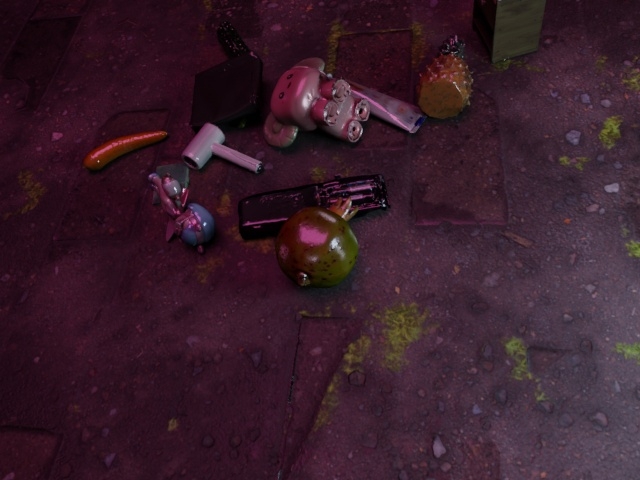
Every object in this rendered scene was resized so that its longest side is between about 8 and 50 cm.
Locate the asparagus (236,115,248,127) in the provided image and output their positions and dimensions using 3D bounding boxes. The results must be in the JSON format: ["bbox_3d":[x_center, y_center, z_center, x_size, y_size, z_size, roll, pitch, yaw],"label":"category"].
[{"bbox_3d":[-0.229,-0.378,1.688,0.025,0.021,0.108,8,60,11],"label":"asparagus"}]

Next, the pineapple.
[{"bbox_3d":[0.356,-0.473,1.570,0.158,0.157,0.278,6,50,15],"label":"pineapple"}]

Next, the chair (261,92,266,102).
[{"bbox_3d":[-0.204,-0.451,1.719,0.042,0.037,0.086,-26,61,-18],"label":"chair"}]

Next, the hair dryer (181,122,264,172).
[{"bbox_3d":[-0.268,-0.236,1.592,0.237,0.073,0.131,25,66,13],"label":"hair dryer"}]

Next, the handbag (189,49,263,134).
[{"bbox_3d":[-0.278,-0.441,1.687,0.247,0.080,0.222,-15,60,23],"label":"handbag"}]

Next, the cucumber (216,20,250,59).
[{"bbox_3d":[-0.264,-0.613,1.807,0.077,0.077,0.265,-29,57,-7],"label":"cucumber"}]

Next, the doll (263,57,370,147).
[{"bbox_3d":[-0.032,-0.380,1.574,0.268,0.216,0.284,18,82,45],"label":"doll"}]

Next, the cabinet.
[{"bbox_3d":[0.530,-0.662,1.595,0.148,0.215,0.174,-14,57,2],"label":"cabinet"}]

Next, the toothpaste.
[{"bbox_3d":[0.151,-0.399,1.603,0.323,0.066,0.100,28,61,21],"label":"toothpaste"}]

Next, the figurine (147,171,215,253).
[{"bbox_3d":[-0.367,-0.100,1.461,0.103,0.205,0.260,-24,57,-34],"label":"figurine"}]

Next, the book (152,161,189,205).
[{"bbox_3d":[-0.427,-0.165,1.598,0.103,0.017,0.135,-8,58,7],"label":"book"}]

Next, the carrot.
[{"bbox_3d":[-0.596,-0.286,1.686,0.271,0.062,0.066,-29,25,-11],"label":"carrot"}]

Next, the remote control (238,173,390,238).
[{"bbox_3d":[-0.024,-0.093,1.447,0.399,0.062,0.144,-11,58,4],"label":"remote control"}]

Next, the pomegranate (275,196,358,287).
[{"bbox_3d":[0.012,0.000,1.304,0.246,0.198,0.198,-37,59,-10],"label":"pomegranate"}]
